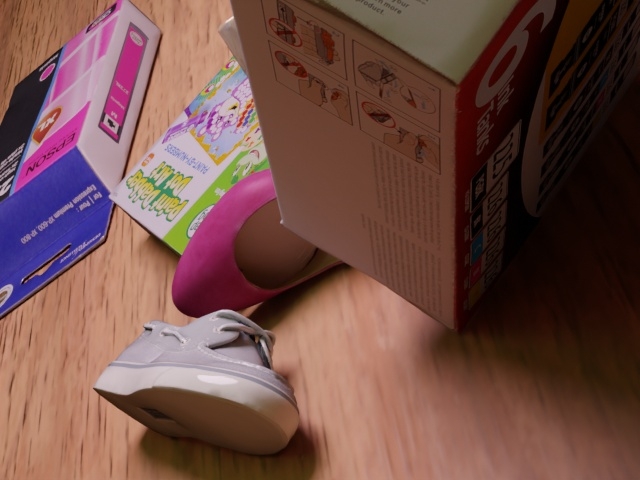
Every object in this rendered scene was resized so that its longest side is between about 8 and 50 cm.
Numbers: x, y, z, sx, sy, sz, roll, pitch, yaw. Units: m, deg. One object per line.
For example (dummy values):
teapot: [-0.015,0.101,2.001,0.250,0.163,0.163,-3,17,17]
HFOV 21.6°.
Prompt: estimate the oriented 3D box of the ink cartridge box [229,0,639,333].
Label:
ink cartridge box: [0.091,-0.138,0.856,0.272,0.130,0.309,-54,-16,-15]

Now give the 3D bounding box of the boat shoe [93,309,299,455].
boat shoe: [-0.072,0.079,1.053,0.081,0.079,0.227,-60,24,-17]

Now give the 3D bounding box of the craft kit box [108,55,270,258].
craft kit box: [-0.035,-0.085,1.277,0.246,0.061,0.250,-52,24,-4]

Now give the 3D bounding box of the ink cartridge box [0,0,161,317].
ink cartridge box: [-0.256,-0.082,1.623,0.176,0.069,0.371,-34,29,25]

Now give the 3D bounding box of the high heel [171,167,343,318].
high heel: [0.000,0.000,1.070,0.244,0.082,0.117,-30,29,16]

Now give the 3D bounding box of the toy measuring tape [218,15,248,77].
toy measuring tape: [0.055,-0.158,1.086,0.330,0.121,0.121,-28,12,-33]
